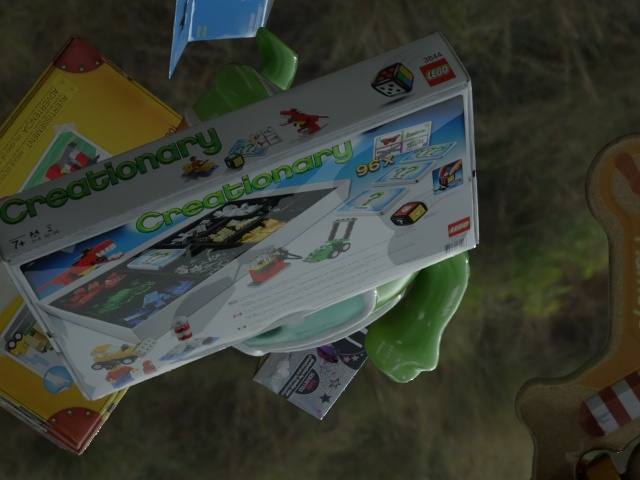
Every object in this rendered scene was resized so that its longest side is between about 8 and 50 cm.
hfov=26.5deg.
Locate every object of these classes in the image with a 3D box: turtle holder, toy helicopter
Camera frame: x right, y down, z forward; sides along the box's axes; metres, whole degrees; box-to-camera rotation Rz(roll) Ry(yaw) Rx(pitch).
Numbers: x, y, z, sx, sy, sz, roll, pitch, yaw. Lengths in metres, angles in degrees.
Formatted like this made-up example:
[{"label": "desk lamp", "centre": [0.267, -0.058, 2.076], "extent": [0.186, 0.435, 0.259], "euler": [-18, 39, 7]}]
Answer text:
[{"label": "turtle holder", "centre": [-0.014, -0.013, 1.233], "extent": [0.227, 0.243, 0.320], "euler": [-49, 145, 9]}, {"label": "toy helicopter", "centre": [0.262, 0.096, 1.016], "extent": [0.235, 0.355, 0.140], "euler": [-2, -179, 10]}]

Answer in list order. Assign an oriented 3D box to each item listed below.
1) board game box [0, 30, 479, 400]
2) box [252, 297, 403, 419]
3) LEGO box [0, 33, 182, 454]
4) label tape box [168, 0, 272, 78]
[{"label": "board game box", "centre": [-0.044, -0.008, 0.904], "extent": [0.305, 0.053, 0.193], "euler": [-21, 147, -6]}, {"label": "box", "centre": [0.017, 0.140, 2.226], "extent": [0.142, 0.163, 0.247], "euler": [31, 112, -7]}, {"label": "LEGO box", "centre": [-0.375, 0.008, 2.037], "extent": [0.372, 0.500, 0.193], "euler": [38, 165, -11]}, {"label": "label tape box", "centre": [-0.099, -0.393, 1.840], "extent": [0.106, 0.334, 0.240], "euler": [19, 159, -2]}]
